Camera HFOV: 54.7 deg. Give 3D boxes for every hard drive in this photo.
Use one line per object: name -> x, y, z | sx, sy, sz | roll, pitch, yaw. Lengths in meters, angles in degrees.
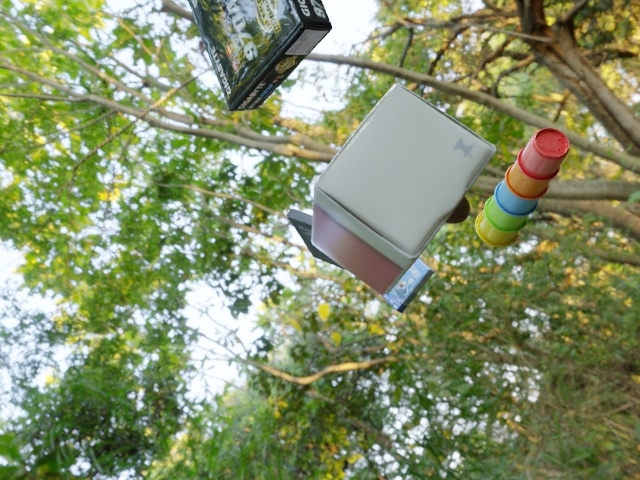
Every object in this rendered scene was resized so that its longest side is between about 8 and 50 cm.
hard drive -> 0.000, 0.000, 1.155 | 0.022, 0.094, 0.135 | -54, -39, -20

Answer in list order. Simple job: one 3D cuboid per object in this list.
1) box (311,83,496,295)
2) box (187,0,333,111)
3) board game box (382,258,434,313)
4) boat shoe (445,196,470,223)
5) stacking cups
box -> 0.080, -0.044, 0.713 | 0.148, 0.127, 0.232 | -52, -8, -12
box -> -0.088, -0.297, 0.755 | 0.051, 0.220, 0.175 | -12, -14, -41
board game box -> 0.134, 0.061, 1.050 | 0.020, 0.090, 0.090 | 29, -79, -45
boat shoe -> 0.205, -0.114, 1.366 | 0.095, 0.258, 0.095 | -63, 7, -1
stacking cups -> 0.367, -0.095, 1.154 | 0.096, 0.096, 0.316 | -51, -17, -20
